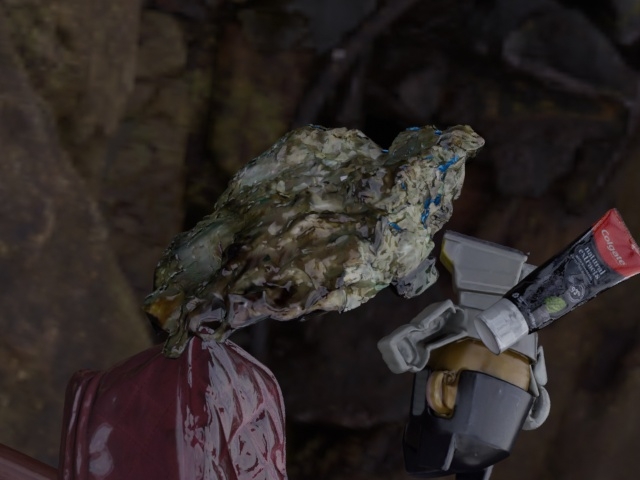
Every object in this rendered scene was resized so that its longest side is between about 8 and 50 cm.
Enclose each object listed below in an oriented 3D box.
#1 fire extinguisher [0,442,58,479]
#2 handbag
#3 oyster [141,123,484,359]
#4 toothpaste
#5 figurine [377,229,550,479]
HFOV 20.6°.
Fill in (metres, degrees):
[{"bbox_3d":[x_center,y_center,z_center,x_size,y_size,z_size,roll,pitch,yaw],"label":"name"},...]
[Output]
[{"bbox_3d":[-0.335,0.293,1.847,0.337,0.106,0.147,31,86,-28],"label":"fire extinguisher"},{"bbox_3d":[-0.106,0.181,1.247,0.146,0.135,0.225,36,43,-47],"label":"handbag"},{"bbox_3d":[-0.004,-0.007,1.227,0.260,0.198,0.092,-15,120,1],"label":"oyster"},{"bbox_3d":[0.240,0.043,1.763,0.193,0.045,0.071,-31,91,-16],"label":"toothpaste"},{"bbox_3d":[0.182,0.146,2.063,0.308,0.143,0.308,4,82,-30],"label":"figurine"}]
